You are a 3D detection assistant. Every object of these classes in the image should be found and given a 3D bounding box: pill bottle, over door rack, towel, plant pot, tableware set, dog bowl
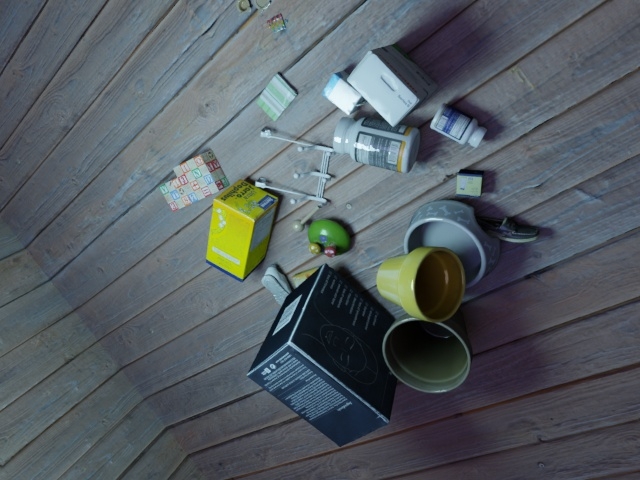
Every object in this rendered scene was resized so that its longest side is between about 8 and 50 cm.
[{"bbox_3d":[0.460,-0.377,1.695,0.169,0.094,0.094,31,123,9],"label":"pill bottle"},{"bbox_3d":[-0.115,-0.278,2.005,0.324,0.108,0.239,19,119,16],"label":"over door rack"},{"bbox_3d":[-0.168,-0.548,1.957,0.113,0.023,0.152,47,126,1],"label":"towel"},{"bbox_3d":[0.429,0.363,1.947,0.323,0.280,0.323,11,118,21],"label":"plant pot"},{"bbox_3d":[-0.258,-0.896,1.832,0.141,0.020,0.168,-8,109,28],"label":"tableware set"},{"bbox_3d":[0.334,0.145,1.791,0.239,0.254,0.253,2,118,57],"label":"plant pot"},{"bbox_3d":[0.459,0.028,1.840,0.349,0.102,0.348,20,131,25],"label":"dog bowl"},{"bbox_3d":[0.197,-0.343,1.796,0.279,0.162,0.162,17,119,18],"label":"pill bottle"}]

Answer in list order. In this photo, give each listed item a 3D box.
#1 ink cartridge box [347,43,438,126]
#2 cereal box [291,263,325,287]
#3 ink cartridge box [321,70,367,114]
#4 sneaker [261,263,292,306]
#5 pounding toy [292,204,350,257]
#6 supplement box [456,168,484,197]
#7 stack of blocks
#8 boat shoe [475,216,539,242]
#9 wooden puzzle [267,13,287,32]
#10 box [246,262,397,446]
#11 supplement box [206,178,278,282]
[{"bbox_3d":[0.235,-0.501,1.625,0.211,0.289,0.121,45,123,0],"label":"ink cartridge box"},{"bbox_3d":[0.001,0.234,2.225,0.173,0.047,0.240,-21,103,30],"label":"cereal box"},{"bbox_3d":[0.096,-0.515,1.801,0.143,0.092,0.090,40,124,4],"label":"ink cartridge box"},{"bbox_3d":[-0.169,0.210,2.279,0.090,0.094,0.235,-13,127,25],"label":"sneaker"},{"bbox_3d":[0.000,0.000,2.042,0.237,0.110,0.183,44,136,-17],"label":"pounding toy"},{"bbox_3d":[0.520,-0.198,1.773,0.083,0.056,0.083,8,116,22],"label":"supplement box"},{"bbox_3d":[-0.565,-0.258,2.236,0.297,0.087,0.171,-19,104,31],"label":"stack of blocks"},{"bbox_3d":[0.642,-0.044,1.775,0.224,0.080,0.073,7,121,27],"label":"boat shoe"},{"bbox_3d":[-0.156,-0.783,1.845,0.083,0.006,0.049,-11,108,29],"label":"wooden puzzle"},{"bbox_3d":[0.048,0.436,1.995,0.472,0.479,0.297,40,126,-10],"label":"box"},{"bbox_3d":[-0.333,-0.038,2.138,0.195,0.194,0.356,28,130,11],"label":"supplement box"}]
